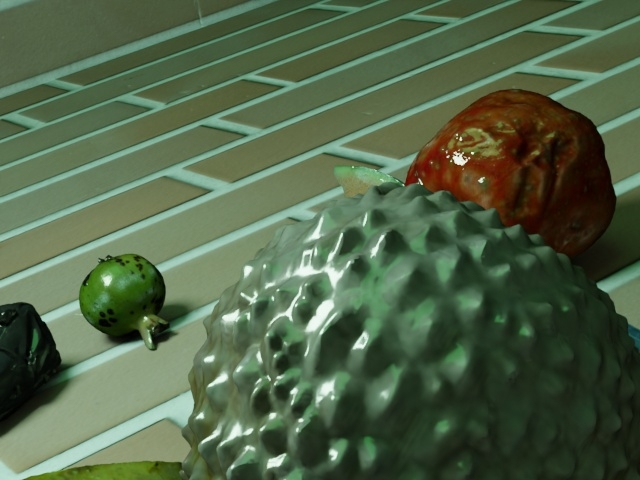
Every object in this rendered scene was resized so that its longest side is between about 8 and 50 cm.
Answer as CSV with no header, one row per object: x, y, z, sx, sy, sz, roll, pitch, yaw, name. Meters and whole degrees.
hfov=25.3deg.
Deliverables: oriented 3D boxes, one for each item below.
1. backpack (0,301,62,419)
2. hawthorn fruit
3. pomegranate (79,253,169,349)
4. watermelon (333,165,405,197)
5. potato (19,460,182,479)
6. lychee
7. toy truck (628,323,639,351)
-0.455,0.172,1.793,0.206,0.133,0.258,-7,28,26,backpack
0.240,-0.067,1.804,0.258,0.258,0.262,3,-2,39,hawthorn fruit
-0.255,0.087,1.920,0.122,0.122,0.161,-27,61,-31,pomegranate
0.105,-0.065,2.164,0.155,0.080,0.101,1,-10,41,watermelon
-0.225,0.289,1.271,0.298,0.176,0.141,-23,-20,-37,potato
0.066,0.153,1.120,0.380,0.380,0.432,2,52,37,lychee
0.303,0.117,1.535,0.136,0.074,0.063,29,26,-3,toy truck
